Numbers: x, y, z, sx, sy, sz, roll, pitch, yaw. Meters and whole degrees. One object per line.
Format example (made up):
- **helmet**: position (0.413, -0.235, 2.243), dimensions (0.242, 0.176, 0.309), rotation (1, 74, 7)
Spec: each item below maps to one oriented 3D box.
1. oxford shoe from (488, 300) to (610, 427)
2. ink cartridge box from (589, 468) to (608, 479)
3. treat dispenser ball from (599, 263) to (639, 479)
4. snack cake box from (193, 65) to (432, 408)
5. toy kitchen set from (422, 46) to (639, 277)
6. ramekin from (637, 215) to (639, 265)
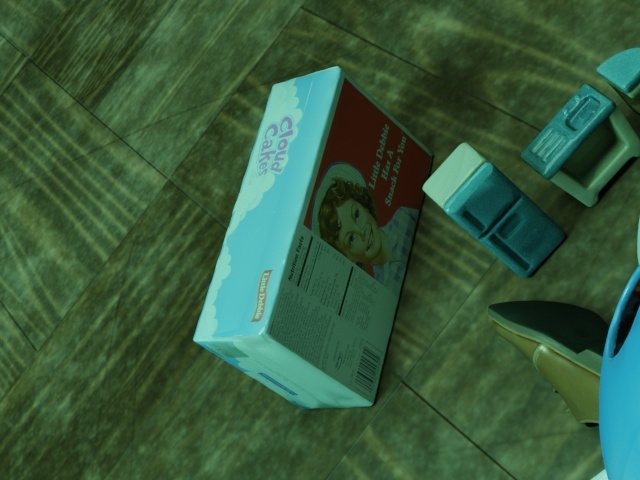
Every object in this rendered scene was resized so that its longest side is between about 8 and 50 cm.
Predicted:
- **oxford shoe**: position (0.189, 0.096, 1.009), dimensions (0.212, 0.076, 0.076), rotation (-145, 52, -61)
- **ink cartridge box**: position (0.210, 0.252, 0.902), dimensions (0.145, 0.045, 0.179), rotation (-41, 58, 14)
- **treat dispenser ball**: position (0.283, 0.086, 0.658), dimensions (0.288, 0.288, 0.288), rotation (-26, 46, 30)
- **snack cake box**: position (0.000, 0.000, 1.198), dimensions (0.089, 0.152, 0.264), rotation (-9, 56, 42)
- **toy kitchen set**: position (0.218, -0.051, 1.042), dimensions (0.207, 0.122, 0.166), rotation (-49, 39, 6)
- **ramekin**: position (0.313, -0.023, 0.869), dimensions (0.109, 0.207, 0.207), rotation (33, 87, 42)
